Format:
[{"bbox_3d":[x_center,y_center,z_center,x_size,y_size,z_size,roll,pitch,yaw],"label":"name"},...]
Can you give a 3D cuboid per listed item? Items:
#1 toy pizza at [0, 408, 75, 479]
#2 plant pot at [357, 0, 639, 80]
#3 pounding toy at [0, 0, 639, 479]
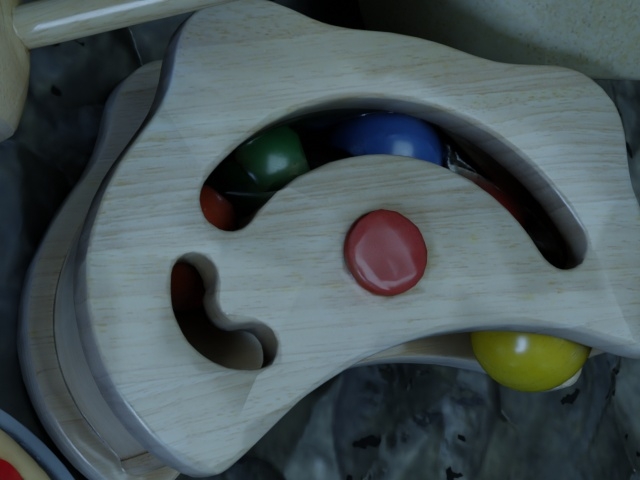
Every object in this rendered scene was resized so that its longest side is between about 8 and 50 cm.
[{"bbox_3d":[-0.129,0.137,0.539,0.201,0.032,0.201,9,77,-42],"label":"toy pizza"},{"bbox_3d":[0.092,-0.202,0.680,0.256,0.256,0.274,-6,105,-43],"label":"plant pot"},{"bbox_3d":[0.000,0.000,0.579,0.269,0.155,0.154,9,73,-23],"label":"pounding toy"}]
